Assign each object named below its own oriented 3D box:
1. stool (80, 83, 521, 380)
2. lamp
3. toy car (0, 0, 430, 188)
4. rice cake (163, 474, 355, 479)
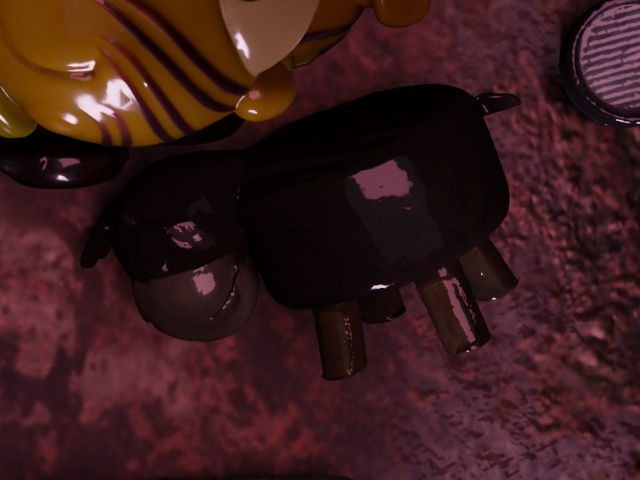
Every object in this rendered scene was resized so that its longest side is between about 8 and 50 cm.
[{"bbox_3d":[0.000,0.000,0.858,0.217,0.125,0.121,-20,108,-5],"label":"stool"},{"bbox_3d":[0.222,0.049,0.979,0.130,0.108,0.371,-36,91,2],"label":"lamp"},{"bbox_3d":[-0.054,-0.125,0.766,0.248,0.142,0.200,-26,119,-50],"label":"toy car"},{"bbox_3d":[-0.069,0.147,0.878,0.206,0.063,0.069,-3,91,-19],"label":"rice cake"}]
